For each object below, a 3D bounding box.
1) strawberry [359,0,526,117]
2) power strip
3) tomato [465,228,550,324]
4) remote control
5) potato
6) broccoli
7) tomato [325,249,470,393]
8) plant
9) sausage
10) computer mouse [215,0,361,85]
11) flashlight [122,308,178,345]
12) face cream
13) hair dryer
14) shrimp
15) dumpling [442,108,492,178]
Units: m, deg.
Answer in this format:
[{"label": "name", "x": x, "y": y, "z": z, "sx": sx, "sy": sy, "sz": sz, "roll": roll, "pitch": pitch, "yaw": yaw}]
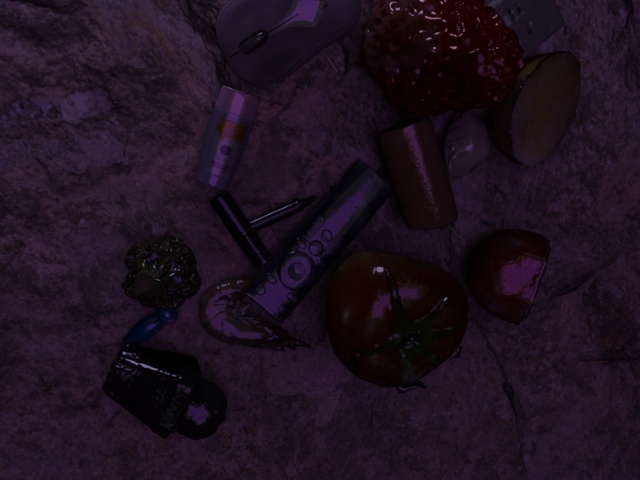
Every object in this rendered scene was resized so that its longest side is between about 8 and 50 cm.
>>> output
[{"label": "strawberry", "x": 0.218, "y": -0.370, "z": 1.239, "sx": 0.149, "sy": 0.336, "sz": 0.265, "roll": 17, "pitch": 103, "yaw": -51}, {"label": "power strip", "x": 0.365, "y": -0.436, "z": 1.363, "sx": 0.224, "sy": 0.139, "sz": 0.140, "roll": -39, "pitch": 110, "yaw": -5}, {"label": "tomato", "x": 0.414, "y": 0.069, "z": 1.488, "sx": 0.155, "sy": 0.181, "sz": 0.214, "roll": 18, "pitch": 89, "yaw": -1}, {"label": "remote control", "x": 0.000, "y": 0.000, "z": 1.378, "sx": 0.107, "sy": 0.044, "sz": 0.377, "roll": 42, "pitch": 81, "yaw": -7}, {"label": "potato", "x": 0.453, "y": -0.288, "z": 1.425, "sx": 0.299, "sy": 0.116, "sz": 0.239, "roll": -37, "pitch": 126, "yaw": -30}, {"label": "broccoli", "x": -0.318, "y": 0.071, "z": 1.289, "sx": 0.162, "sy": 0.138, "sz": 0.146, "roll": -13, "pitch": 97, "yaw": 17}, {"label": "tomato", "x": 0.155, "y": 0.150, "z": 1.380, "sx": 0.303, "sy": 0.239, "sz": 0.304, "roll": -5, "pitch": 115, "yaw": -12}, {"label": "plant", "x": -0.307, "y": 0.305, "z": 1.322, "sx": 0.256, "sy": 0.164, "sz": 0.142, "roll": 32, "pitch": 90, "yaw": -17}, {"label": "sausage", "x": 0.212, "y": -0.134, "z": 1.393, "sx": 0.123, "sy": 0.123, "sz": 0.253, "roll": -24, "pitch": 106, "yaw": -10}, {"label": "computer mouse", "x": -0.052, "y": -0.428, "z": 1.259, "sx": 0.296, "sy": 0.121, "sz": 0.184, "roll": -30, "pitch": 110, "yaw": -9}, {"label": "flashlight", "x": -0.351, "y": 0.173, "z": 1.343, "sx": 0.129, "sy": 0.051, "sz": 0.051, "roll": -34, "pitch": 109, "yaw": 0}, {"label": "face cream", "x": -0.188, "y": -0.202, "z": 1.300, "sx": 0.084, "sy": 0.057, "sz": 0.198, "roll": 16, "pitch": 98, "yaw": -19}, {"label": "hair dryer", "x": -0.107, "y": -0.067, "z": 1.363, "sx": 0.194, "sy": 0.050, "sz": 0.173, "roll": -38, "pitch": 110, "yaw": -10}, {"label": "shrimp", "x": -0.133, "y": 0.158, "z": 1.397, "sx": 0.254, "sy": 0.059, "sz": 0.145, "roll": 10, "pitch": 89, "yaw": -13}, {"label": "dumpling", "x": 0.331, "y": -0.204, "z": 1.433, "sx": 0.134, "sy": 0.099, "sz": 0.169, "roll": 37, "pitch": 52, "yaw": -45}]
